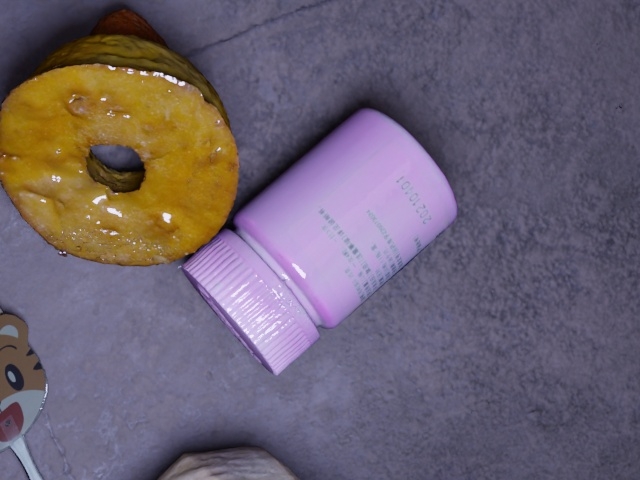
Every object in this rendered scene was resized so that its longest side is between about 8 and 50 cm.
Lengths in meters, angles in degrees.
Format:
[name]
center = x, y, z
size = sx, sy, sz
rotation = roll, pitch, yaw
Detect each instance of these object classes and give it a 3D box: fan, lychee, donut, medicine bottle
[fan]
center = -0.354, 0.207, 1.318
size = 0.152, 0.008, 0.226
rotation = -42, 122, -41
[lychee]
center = -0.214, -0.192, 1.318
size = 0.114, 0.101, 0.140
rotation = -12, 73, -16
[donut]
center = -0.217, -0.102, 1.266
size = 0.278, 0.108, 0.277
rotation = -1, 131, -1
[medicine bottle]
center = 0.000, 0.000, 1.347
size = 0.291, 0.178, 0.178
rotation = -42, 101, -9

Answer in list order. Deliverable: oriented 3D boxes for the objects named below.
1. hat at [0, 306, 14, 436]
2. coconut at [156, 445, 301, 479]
[hat]
center = -0.476, 0.157, 1.289
size = 0.245, 0.149, 0.214
rotation = -9, 100, -51
[coconut]
center = -0.112, 0.399, 1.275
size = 0.329, 0.329, 0.328
rotation = -1, 92, -15
